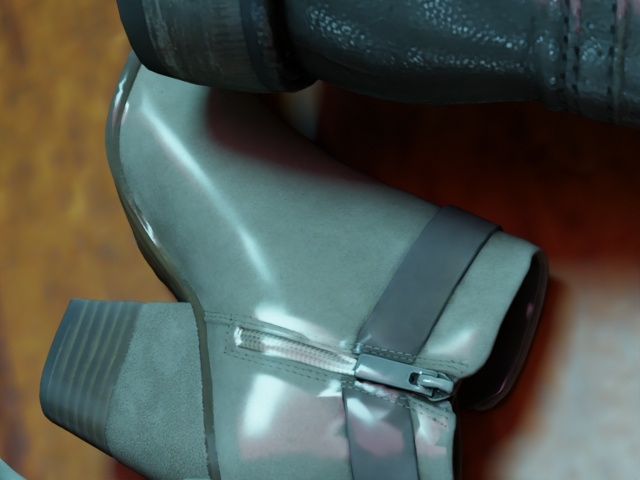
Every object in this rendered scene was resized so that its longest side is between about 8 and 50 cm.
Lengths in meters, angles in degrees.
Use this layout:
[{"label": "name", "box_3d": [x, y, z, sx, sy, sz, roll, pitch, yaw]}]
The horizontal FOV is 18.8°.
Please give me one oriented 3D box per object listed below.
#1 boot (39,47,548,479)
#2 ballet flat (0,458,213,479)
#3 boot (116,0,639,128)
[{"label": "boot", "box_3d": [0.000, 0.000, 0.367, 0.087, 0.042, 0.118, 8, 70, 19]}, {"label": "ballet flat", "box_3d": [-0.043, 0.081, 0.308, 0.280, 0.095, 0.096, 4, 99, 18]}, {"label": "boot", "box_3d": [0.108, -0.096, 0.347, 0.229, 0.091, 0.263, 15, 68, 19]}]
